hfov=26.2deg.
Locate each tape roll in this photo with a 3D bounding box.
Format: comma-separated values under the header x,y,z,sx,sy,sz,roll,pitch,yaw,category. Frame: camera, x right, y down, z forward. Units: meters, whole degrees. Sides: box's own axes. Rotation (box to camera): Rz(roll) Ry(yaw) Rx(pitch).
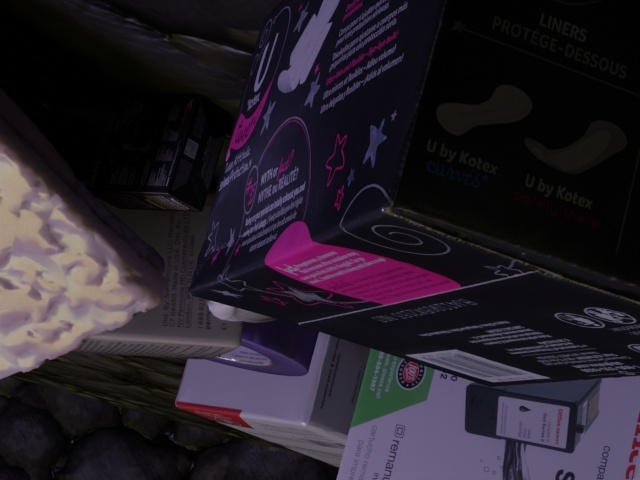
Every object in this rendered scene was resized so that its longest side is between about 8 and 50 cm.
x,y,z,sx,sy,sz,roll,pitch,yaw,category
-0.091,0.053,1.192,0.189,0.080,0.189,14,166,3,tape roll

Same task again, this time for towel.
x,y,z,sx,sy,sz,roll,pitch,yaw,category
-0.303,-0.003,0.784,0.331,0.053,0.317,-26,132,18,towel

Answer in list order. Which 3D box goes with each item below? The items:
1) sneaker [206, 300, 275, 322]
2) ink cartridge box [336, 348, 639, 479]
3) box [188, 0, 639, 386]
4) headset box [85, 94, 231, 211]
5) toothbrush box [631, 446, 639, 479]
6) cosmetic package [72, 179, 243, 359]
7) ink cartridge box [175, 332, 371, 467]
x,y,z,sx,sy,sz,roll,pitch,yaw,category
0.000,0.000,0.815,0.115,0.105,0.281,16,166,-1,sneaker
0.175,0.200,1.208,0.289,0.211,0.121,8,163,25,ink cartridge box
0.068,-0.034,0.526,0.163,0.142,0.247,18,168,-16,box
-0.099,-0.051,0.813,0.083,0.062,0.032,2,160,42,headset box
0.392,0.169,1.023,0.216,0.126,0.295,5,162,34,toothbrush box
-0.217,0.019,0.979,0.309,0.113,0.160,6,170,-14,cosmetic package
0.016,0.170,1.467,0.197,0.114,0.273,1,160,43,ink cartridge box
